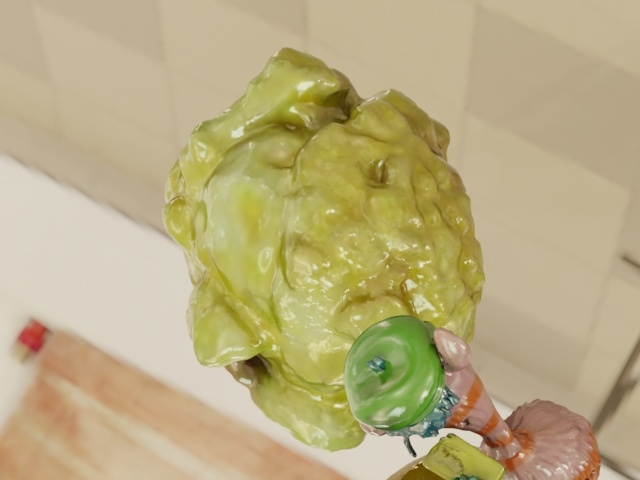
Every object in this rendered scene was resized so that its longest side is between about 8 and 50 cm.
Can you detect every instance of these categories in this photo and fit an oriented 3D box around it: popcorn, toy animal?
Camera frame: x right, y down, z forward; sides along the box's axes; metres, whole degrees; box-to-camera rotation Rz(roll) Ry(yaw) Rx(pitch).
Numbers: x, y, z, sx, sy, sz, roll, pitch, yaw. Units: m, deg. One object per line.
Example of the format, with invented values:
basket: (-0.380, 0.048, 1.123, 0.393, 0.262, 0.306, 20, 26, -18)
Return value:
popcorn: (0.000, 0.000, 1.244, 0.256, 0.195, 0.255, 27, 119, 45)
toy animal: (0.097, 0.124, 1.041, 0.100, 0.103, 0.208, -22, 134, 22)

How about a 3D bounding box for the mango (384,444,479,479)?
mango: (0.074, 0.311, 1.172, 0.199, 0.384, 0.221, 3, 153, -5)
